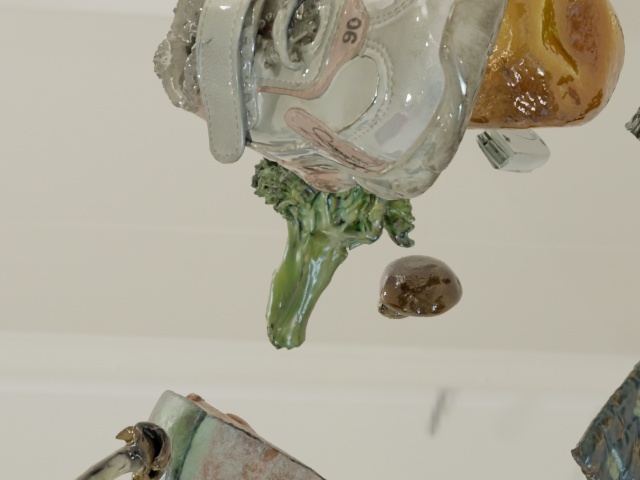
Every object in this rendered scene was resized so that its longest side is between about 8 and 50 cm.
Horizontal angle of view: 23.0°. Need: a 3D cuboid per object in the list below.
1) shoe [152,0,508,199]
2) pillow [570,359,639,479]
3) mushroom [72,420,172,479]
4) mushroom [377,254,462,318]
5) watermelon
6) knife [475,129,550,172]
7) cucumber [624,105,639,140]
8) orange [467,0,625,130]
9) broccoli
[{"bbox_3d":[-0.006,-0.134,1.222,0.351,0.198,0.172,-17,52,65],"label":"shoe"},{"bbox_3d":[0.421,0.294,2.025,0.034,0.189,0.256,7,136,52],"label":"pillow"},{"bbox_3d":[-0.216,0.241,1.521,0.061,0.187,0.060,-25,100,52],"label":"mushroom"},{"bbox_3d":[0.137,0.069,2.158,0.127,0.127,0.087,-101,12,-66],"label":"mushroom"},{"bbox_3d":[-0.148,0.359,2.120,0.250,0.292,0.283,-53,16,0],"label":"watermelon"},{"bbox_3d":[0.239,-0.119,1.973,0.073,0.040,0.265,54,-164,7],"label":"knife"},{"bbox_3d":[0.560,-0.266,2.144,0.359,0.096,0.096,-53,17,16],"label":"cucumber"},{"bbox_3d":[0.179,-0.207,1.605,0.249,0.248,0.183,-122,31,-80],"label":"orange"},{"bbox_3d":[0.017,-0.007,1.966,0.177,0.198,0.275,-147,51,-60],"label":"broccoli"}]
